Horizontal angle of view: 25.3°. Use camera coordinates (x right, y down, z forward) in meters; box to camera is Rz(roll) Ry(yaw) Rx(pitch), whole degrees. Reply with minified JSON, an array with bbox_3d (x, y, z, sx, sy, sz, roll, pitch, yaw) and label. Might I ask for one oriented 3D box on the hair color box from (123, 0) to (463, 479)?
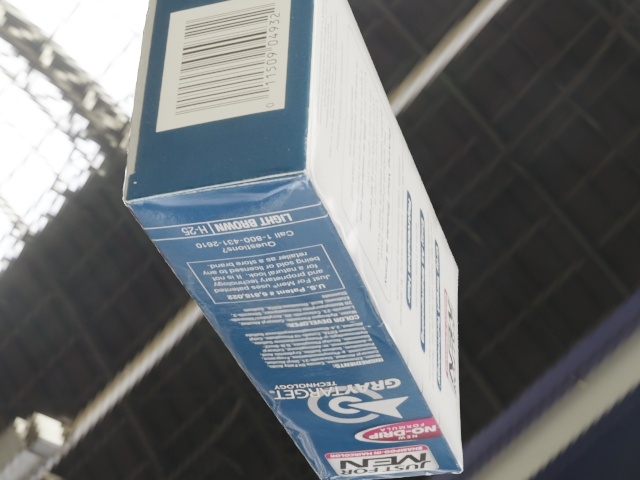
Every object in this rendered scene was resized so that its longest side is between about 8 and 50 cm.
[{"bbox_3d":[0.000,0.000,0.881,0.105,0.347,0.174,-8,-126,16],"label":"hair color box"}]
